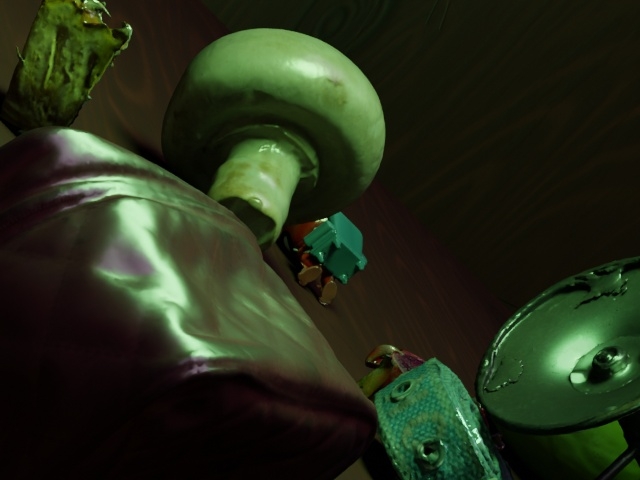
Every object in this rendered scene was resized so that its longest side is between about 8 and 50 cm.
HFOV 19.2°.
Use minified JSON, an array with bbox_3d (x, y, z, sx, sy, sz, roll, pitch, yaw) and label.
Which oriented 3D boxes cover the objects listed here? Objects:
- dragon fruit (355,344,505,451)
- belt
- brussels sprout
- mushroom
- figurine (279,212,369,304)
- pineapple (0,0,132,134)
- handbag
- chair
[{"bbox_3d":[0.085,0.147,1.615,0.126,0.068,0.112,34,13,-15],"label":"dragon fruit"},{"bbox_3d":[0.095,0.168,1.475,0.148,0.082,0.163,61,6,24],"label":"belt"},{"bbox_3d":[0.342,0.184,2.116,0.344,0.268,0.344,39,5,-4],"label":"brussels sprout"},{"bbox_3d":[-0.037,-0.088,1.674,0.206,0.206,0.209,43,8,-31],"label":"mushroom"},{"bbox_3d":[0.000,0.000,1.898,0.068,0.075,0.140,42,10,-27],"label":"figurine"},{"bbox_3d":[-0.188,-0.112,1.360,0.069,0.116,0.137,25,-34,-4],"label":"pineapple"},{"bbox_3d":[-0.084,0.054,0.769,0.135,0.146,0.225,53,11,23],"label":"handbag"},{"bbox_3d":[0.311,0.232,1.600,0.401,0.226,0.226,60,0,-26],"label":"chair"}]
